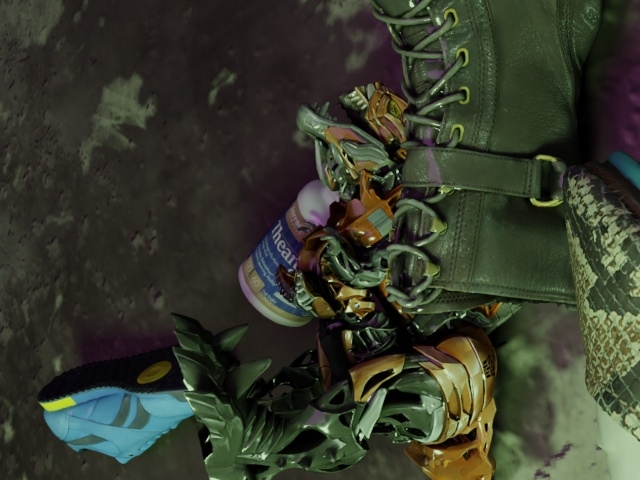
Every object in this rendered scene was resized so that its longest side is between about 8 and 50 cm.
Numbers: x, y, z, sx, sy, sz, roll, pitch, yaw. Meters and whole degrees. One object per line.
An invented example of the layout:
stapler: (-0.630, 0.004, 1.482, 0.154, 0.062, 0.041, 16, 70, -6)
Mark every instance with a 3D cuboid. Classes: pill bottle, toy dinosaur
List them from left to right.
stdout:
pill bottle: (0.000, 0.000, 0.649, 0.120, 0.067, 0.067, -49, 57, 29)
toy dinosaur: (0.031, 0.076, 0.550, 0.164, 0.218, 0.322, 104, 150, -71)

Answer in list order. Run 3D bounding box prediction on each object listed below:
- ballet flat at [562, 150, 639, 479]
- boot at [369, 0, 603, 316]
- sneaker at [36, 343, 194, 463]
ballet flat: (0.235, 0.151, 0.349, 0.483, 0.164, 0.182, 42, 100, 34)
boot: (0.063, -0.075, 0.481, 0.091, 0.263, 0.229, -1, 79, 60)
sneaker: (-0.149, 0.144, 0.790, 0.209, 0.069, 0.082, -14, 110, 33)
